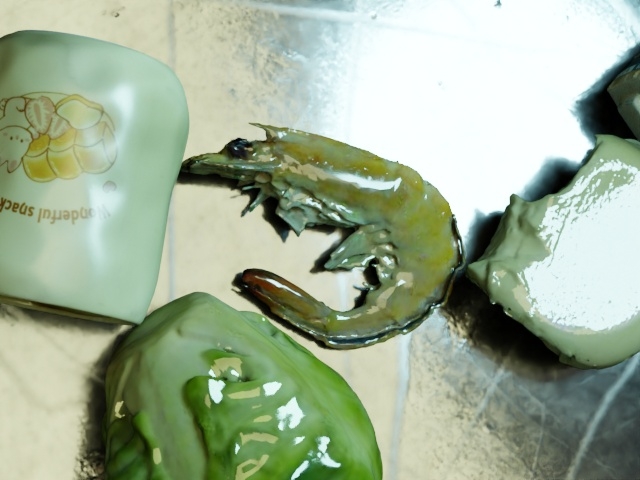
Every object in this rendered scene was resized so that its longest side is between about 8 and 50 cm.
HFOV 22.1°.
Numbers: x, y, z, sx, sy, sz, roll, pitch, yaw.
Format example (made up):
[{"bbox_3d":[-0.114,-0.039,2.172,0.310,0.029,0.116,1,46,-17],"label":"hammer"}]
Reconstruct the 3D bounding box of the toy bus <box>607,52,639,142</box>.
[{"bbox_3d":[0.336,-0.097,1.432,0.103,0.091,0.182,-36,95,-14],"label":"toy bus"}]

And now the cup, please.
[{"bbox_3d":[-0.231,-0.051,1.285,0.173,0.255,0.202,19,79,-53],"label":"cup"}]

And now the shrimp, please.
[{"bbox_3d":[0.000,0.000,1.367,0.253,0.058,0.173,11,91,-13],"label":"shrimp"}]

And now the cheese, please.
[{"bbox_3d":[0.232,0.006,1.398,0.175,0.091,0.202,34,77,-7],"label":"cheese"}]

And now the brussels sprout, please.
[{"bbox_3d":[-0.066,0.174,1.252,0.219,0.210,0.271,-25,91,5],"label":"brussels sprout"}]
